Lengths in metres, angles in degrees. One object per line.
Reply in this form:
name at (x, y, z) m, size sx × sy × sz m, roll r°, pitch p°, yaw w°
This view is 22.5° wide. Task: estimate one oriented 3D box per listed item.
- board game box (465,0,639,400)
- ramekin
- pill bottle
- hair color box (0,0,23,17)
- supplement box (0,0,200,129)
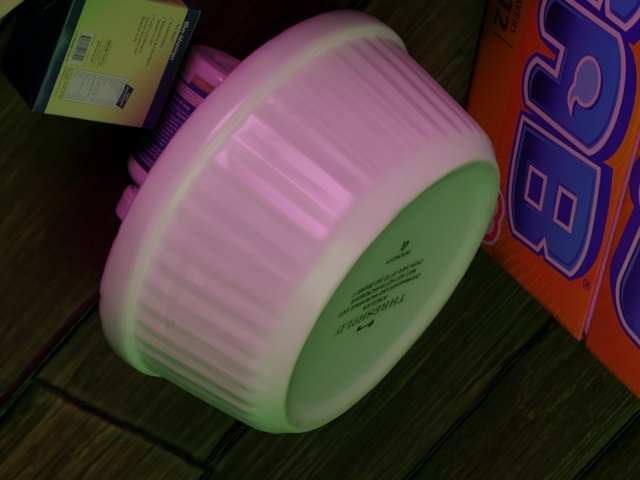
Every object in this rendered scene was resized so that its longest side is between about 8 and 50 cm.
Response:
board game box at (0.352, -0.105, 1.088) m, size 0.357 × 0.356 × 0.356 m, roll -11°, pitch 128°, yaw -28°
ramekin at (0.000, 0.000, 1.018) m, size 0.273 × 0.127 × 0.273 m, roll -44°, pitch 158°, yaw -23°
pill bottle at (-0.082, -0.058, 1.029) m, size 0.067 × 0.067 × 0.120 m, roll 16°, pitch 112°, yaw -41°
hair color box at (-0.094, -0.291, 0.814) m, size 0.339 × 0.110 × 0.185 m, roll -37°, pitch 135°, yaw -3°
supplement box at (-0.131, -0.119, 0.956) m, size 0.083 × 0.056 × 0.083 m, roll 7°, pitch 118°, yaw -38°
